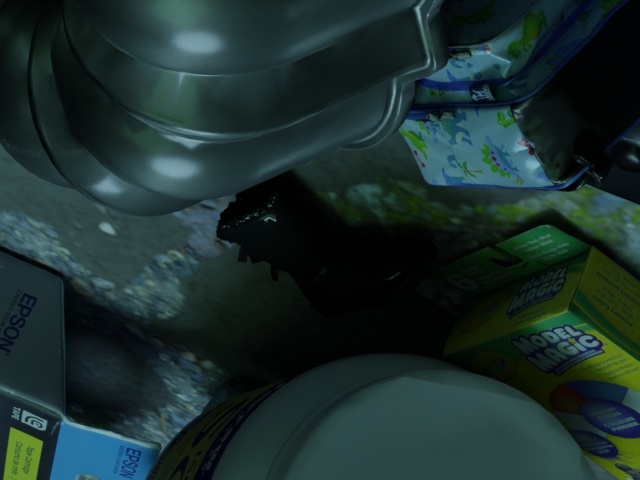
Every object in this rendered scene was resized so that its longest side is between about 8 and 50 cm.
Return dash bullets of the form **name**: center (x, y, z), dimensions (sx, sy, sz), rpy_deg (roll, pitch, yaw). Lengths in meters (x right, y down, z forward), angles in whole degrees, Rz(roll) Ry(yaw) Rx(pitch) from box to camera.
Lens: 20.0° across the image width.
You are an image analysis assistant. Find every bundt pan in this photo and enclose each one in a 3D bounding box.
- **bundt pan**: center (-0.104, -0.149, 0.740), dimensions (0.331, 0.124, 0.331), rpy_deg (36, 146, 29)

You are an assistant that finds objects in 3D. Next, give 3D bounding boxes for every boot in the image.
- **boot**: center (0.000, 0.000, 1.108), dimensions (0.099, 0.045, 0.121), rpy_deg (42, 146, -21)

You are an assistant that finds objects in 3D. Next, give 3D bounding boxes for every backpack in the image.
- **backpack**: center (0.082, -0.076, 0.771), dimensions (0.114, 0.105, 0.084), rpy_deg (-3, 126, 53)

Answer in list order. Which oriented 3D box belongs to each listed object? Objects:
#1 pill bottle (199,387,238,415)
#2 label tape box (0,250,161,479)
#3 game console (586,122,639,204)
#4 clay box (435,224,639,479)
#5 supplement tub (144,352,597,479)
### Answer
- **pill bottle**: center (-0.030, 0.172, 1.362), dimensions (0.137, 0.078, 0.078), rpy_deg (32, 149, -12)
- **label tape box**: center (-0.281, 0.101, 1.398), dimensions (0.347, 0.115, 0.249), rpy_deg (22, 149, 0)
- **game console**: center (0.099, -0.158, 0.774), dimensions (0.342, 0.060, 0.386), rpy_deg (19, 149, 9)
- **clay box**: center (0.176, 0.081, 1.098), dimensions (0.222, 0.053, 0.127), rpy_deg (34, 150, -18)
- **supplement tub**: center (0.021, 0.199, 1.150), dimensions (0.241, 0.241, 0.331), rpy_deg (30, 163, -10)
